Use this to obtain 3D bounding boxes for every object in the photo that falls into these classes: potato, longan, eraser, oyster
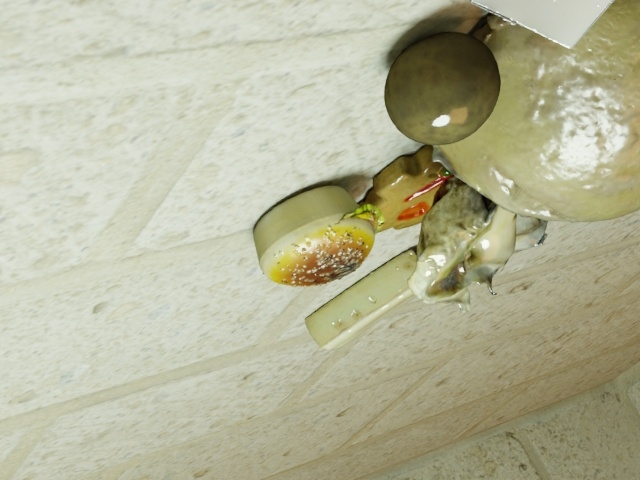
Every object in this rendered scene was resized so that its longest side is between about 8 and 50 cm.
[{"bbox_3d":[0.242,-0.134,1.258,0.211,0.189,0.264,-22,161,-19],"label":"potato"},{"bbox_3d":[0.109,-0.137,1.215,0.106,0.106,0.119,-36,-168,20],"label":"longan"},{"bbox_3d":[0.202,-0.226,1.117,0.104,0.023,0.150,23,143,-11],"label":"eraser"},{"bbox_3d":[0.202,-0.048,1.467,0.271,0.100,0.275,20,95,-61],"label":"oyster"}]

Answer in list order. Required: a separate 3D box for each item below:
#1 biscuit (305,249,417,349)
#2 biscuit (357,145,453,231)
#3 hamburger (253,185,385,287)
[{"bbox_3d":[0.068,0.080,1.802,0.188,0.056,0.052,-34,162,21],"label":"biscuit"},{"bbox_3d":[0.142,-0.064,1.546,0.212,0.041,0.239,-41,157,29],"label":"biscuit"},{"bbox_3d":[0.000,0.000,1.439,0.141,0.081,0.126,-14,157,-36],"label":"hamburger"}]
